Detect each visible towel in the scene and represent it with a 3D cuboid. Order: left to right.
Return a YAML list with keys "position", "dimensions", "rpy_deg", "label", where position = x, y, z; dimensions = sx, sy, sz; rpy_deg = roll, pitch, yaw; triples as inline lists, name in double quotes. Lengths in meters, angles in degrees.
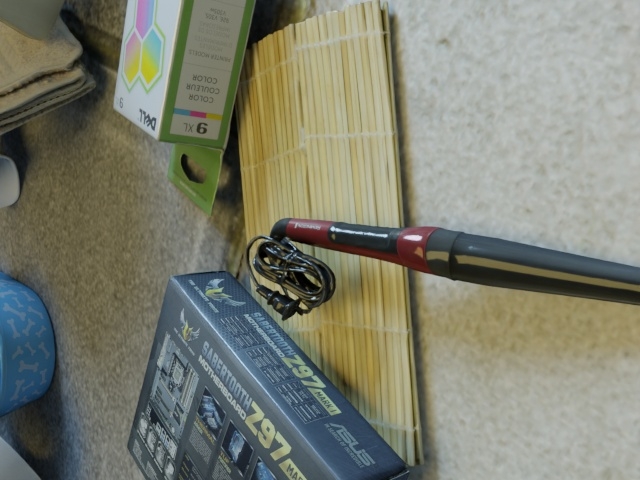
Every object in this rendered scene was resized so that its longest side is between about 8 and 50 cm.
- position: [-0.367, -0.202, 0.740]
  dimensions: [0.282, 0.187, 0.049]
  rpy_deg: [44, 154, 30]
  label: "towel"

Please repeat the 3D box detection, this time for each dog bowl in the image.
- position: [-0.421, 0.109, 0.885]
  dimensions: [0.297, 0.074, 0.166]
  rpy_deg: [17, 105, 40]
  label: "dog bowl"

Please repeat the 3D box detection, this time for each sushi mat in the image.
- position: [0.000, 0.000, 0.529]
  dimensions: [0.151, 0.019, 0.317]
  rpy_deg: [-5, 90, 44]
  label: "sushi mat"

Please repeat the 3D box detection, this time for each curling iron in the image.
- position: [0.070, 0.020, 0.443]
  dimensions: [0.273, 0.035, 0.068]
  rpy_deg: [1, 97, 31]
  label: "curling iron"

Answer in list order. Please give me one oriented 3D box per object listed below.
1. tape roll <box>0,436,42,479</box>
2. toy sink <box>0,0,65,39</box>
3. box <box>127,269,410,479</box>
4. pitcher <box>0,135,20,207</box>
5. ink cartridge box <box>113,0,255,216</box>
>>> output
- position: [-0.435, 0.271, 0.778]
  dimensions: [0.246, 0.169, 0.246]
  rpy_deg: [25, 142, 22]
  label: "tape roll"
- position: [-0.340, -0.305, 0.638]
  dimensions: [0.131, 0.234, 0.153]
  rpy_deg: [21, 87, 30]
  label: "toy sink"
- position: [-0.056, 0.160, 0.538]
  dimensions: [0.232, 0.059, 0.184]
  rpy_deg: [41, 123, 38]
  label: "box"
- position: [-0.415, -0.153, 0.814]
  dimensions: [0.207, 0.125, 0.178]
  rpy_deg: [60, 146, 14]
  label: "pitcher"
- position: [-0.113, -0.136, 0.576]
  dimensions: [0.109, 0.062, 0.209]
  rpy_deg: [35, 117, 50]
  label: "ink cartridge box"
